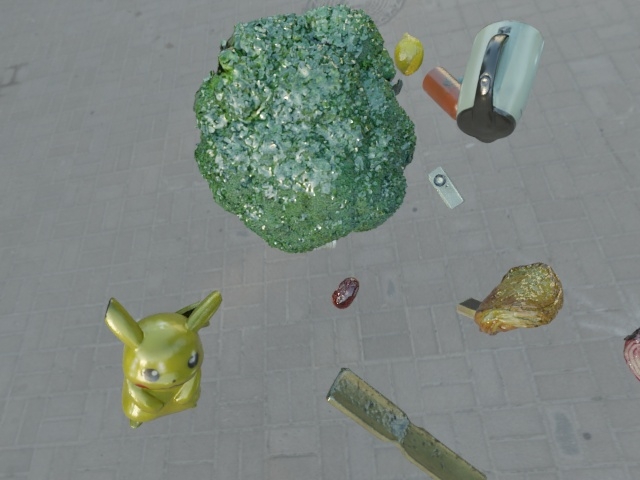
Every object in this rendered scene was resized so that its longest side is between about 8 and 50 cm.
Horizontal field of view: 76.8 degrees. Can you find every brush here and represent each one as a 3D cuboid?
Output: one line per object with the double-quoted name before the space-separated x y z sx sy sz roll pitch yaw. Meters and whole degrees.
"brush" 0.100 0.229 0.464 0.248 0.036 0.043 40 59 -16

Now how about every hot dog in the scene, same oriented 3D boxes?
"hot dog" 0.483 0.160 0.989 0.259 0.175 0.114 -33 96 -39

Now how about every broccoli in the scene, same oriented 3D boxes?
"broccoli" -0.014 -0.125 0.466 0.270 0.269 0.270 -22 39 0

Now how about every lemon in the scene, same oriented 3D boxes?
"lemon" 0.189 -0.403 0.871 0.065 0.065 0.092 -2 91 10

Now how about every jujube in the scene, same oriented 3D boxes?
"jujube" 0.094 0.190 1.459 0.077 0.077 0.129 45 111 26

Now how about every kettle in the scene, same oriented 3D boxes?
"kettle" 0.405 -0.375 0.938 0.161 0.221 0.236 16 81 27

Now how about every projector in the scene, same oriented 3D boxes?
"projector" 0.440 -0.182 1.413 0.061 0.115 0.147 -35 83 21

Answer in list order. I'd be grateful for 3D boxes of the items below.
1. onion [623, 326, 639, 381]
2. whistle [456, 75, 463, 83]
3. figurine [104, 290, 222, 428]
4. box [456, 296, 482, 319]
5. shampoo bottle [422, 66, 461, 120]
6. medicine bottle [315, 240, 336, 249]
"onion" 0.925 0.296 1.011 0.207 0.206 0.216 -33 42 -6
"whistle" 0.468 -0.476 1.261 0.187 0.274 0.093 -2 106 -9
"figurine" -0.315 0.244 0.837 0.218 0.326 0.169 -11 52 -35
"box" 0.516 0.230 1.356 0.080 0.035 0.083 -14 21 -34
"shampoo bottle" 0.377 -0.388 1.116 0.086 0.085 0.244 -27 54 -3
"medicine bottle" 0.000 0.000 1.267 0.091 0.058 0.058 -4 62 -9
